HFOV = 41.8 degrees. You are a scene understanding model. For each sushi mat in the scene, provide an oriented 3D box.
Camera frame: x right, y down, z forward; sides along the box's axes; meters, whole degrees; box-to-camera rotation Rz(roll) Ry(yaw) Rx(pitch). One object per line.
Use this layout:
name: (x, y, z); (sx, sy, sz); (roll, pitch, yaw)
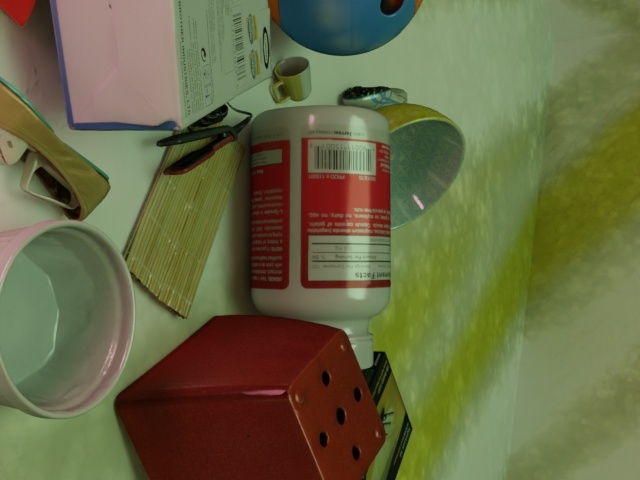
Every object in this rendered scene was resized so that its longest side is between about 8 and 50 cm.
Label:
sushi mat: (-0.191, -0.055, 1.212); (0.151, 0.019, 0.316); (54, 43, -47)

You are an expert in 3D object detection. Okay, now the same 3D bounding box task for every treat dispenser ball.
treat dispenser ball: (0.036, -0.451, 1.381); (0.288, 0.288, 0.288); (4, 85, -63)

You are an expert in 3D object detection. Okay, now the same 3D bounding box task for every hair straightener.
hair straightener: (-0.161, -0.166, 1.205); (0.230, 0.047, 0.089); (-41, 123, -56)

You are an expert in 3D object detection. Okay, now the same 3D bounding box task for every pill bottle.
pill bottle: (0.000, 0.000, 1.358); (0.229, 0.229, 0.407); (3, 86, -63)

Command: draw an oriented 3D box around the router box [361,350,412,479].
router box: (0.081, 0.411, 1.665); (0.309, 0.081, 0.243); (-62, 141, -44)

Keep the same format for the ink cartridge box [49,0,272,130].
ink cartridge box: (-0.169, -0.309, 1.041); (0.395, 0.151, 0.270); (-53, 145, -63)

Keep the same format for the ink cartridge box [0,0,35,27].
ink cartridge box: (-0.337, -0.345, 0.867); (0.134, 0.078, 0.231); (49, 46, -53)

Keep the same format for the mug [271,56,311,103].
mug: (-0.051, -0.278, 1.474); (0.062, 0.078, 0.064); (-111, -177, -45)

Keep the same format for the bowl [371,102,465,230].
bowl: (0.125, -0.168, 1.657); (0.156, 0.289, 0.289); (54, 5, 35)

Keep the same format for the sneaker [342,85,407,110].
sneaker: (0.120, -0.284, 1.773); (0.237, 0.085, 0.086); (-12, 107, -60)

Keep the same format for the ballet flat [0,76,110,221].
ballet flat: (-0.314, -0.095, 0.913); (0.073, 0.080, 0.232); (-63, 143, -18)

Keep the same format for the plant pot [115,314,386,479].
plant pot: (-0.067, 0.254, 1.152); (0.267, 0.236, 0.267); (-40, 112, -58)

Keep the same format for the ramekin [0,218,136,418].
ramekin: (-0.303, 0.081, 0.888); (0.207, 0.109, 0.207); (4, 86, -64)
